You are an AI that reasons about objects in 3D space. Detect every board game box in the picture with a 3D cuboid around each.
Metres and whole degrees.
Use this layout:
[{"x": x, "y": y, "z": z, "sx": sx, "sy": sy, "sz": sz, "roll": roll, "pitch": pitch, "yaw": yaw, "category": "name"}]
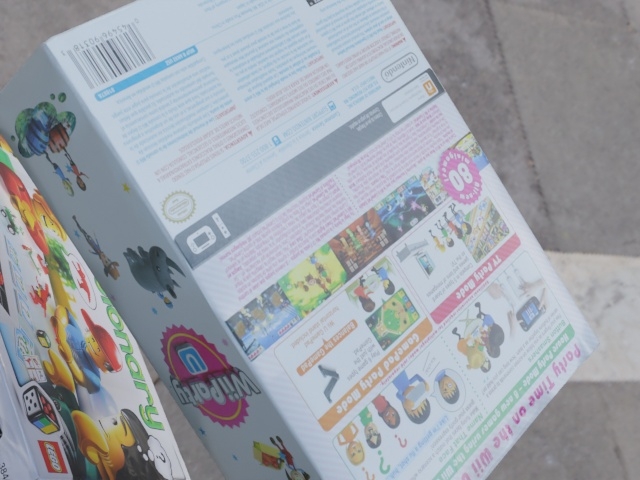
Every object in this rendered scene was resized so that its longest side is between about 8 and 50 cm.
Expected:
[{"x": -0.202, "y": 0.039, "z": 0.663, "sx": 0.305, "sy": 0.053, "sz": 0.193, "roll": 64, "pitch": 10, "yaw": 21, "category": "board game box"}, {"x": 0.000, "y": 0.000, "z": 0.541, "sx": 0.224, "sy": 0.097, "sz": 0.303, "roll": -37, "pitch": 97, "yaw": -39, "category": "board game box"}]
